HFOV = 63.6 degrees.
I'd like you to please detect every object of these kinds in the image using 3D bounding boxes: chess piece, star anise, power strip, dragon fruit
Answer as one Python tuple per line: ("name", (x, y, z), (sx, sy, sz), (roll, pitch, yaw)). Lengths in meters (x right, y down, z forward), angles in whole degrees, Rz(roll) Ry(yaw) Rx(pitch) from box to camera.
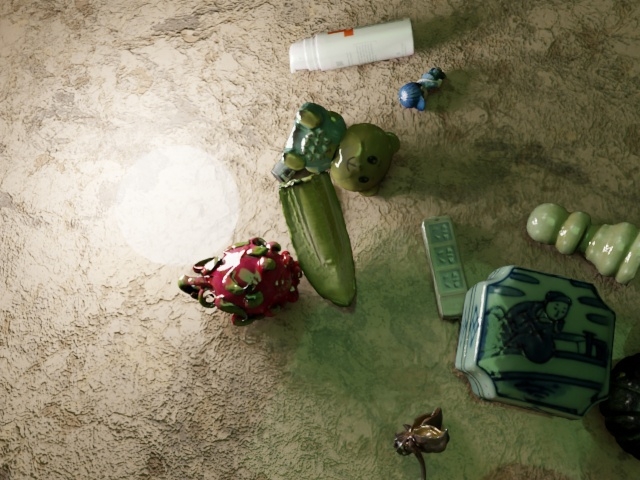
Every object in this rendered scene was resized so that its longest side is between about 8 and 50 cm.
("chess piece", (0.587, -0.007, 1.153), (0.243, 0.133, 0.133), (25, 79, 25))
("star anise", (0.225, 0.498, 1.076), (0.219, 0.148, 0.227), (-24, 96, -31))
("power strip", (0.297, 0.060, 1.218), (0.078, 0.052, 0.271), (-10, 71, 6))
("dragon fruit", (-0.183, 0.095, 1.247), (0.273, 0.198, 0.218), (4, 83, 37))

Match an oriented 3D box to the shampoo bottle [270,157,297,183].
("shampoo bottle", (-0.046, -0.240, 1.383), (0.064, 0.057, 0.207), (39, 84, 21))

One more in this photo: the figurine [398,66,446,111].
("figurine", (0.266, -0.407, 1.364), (0.136, 0.079, 0.077), (-55, 29, -4))

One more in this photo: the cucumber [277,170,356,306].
("cucumber", (-0.001, -0.001, 1.226), (0.105, 0.145, 0.325), (-13, 105, 27))

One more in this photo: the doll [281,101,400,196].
("doll", (0.051, -0.223, 1.282), (0.261, 0.161, 0.176), (22, 112, -2))

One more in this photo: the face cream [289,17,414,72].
("face cream", (0.082, -0.535, 1.429), (0.346, 0.102, 0.101), (-6, 71, 8))

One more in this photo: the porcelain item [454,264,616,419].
("porcelain item", (0.438, 0.207, 1.062), (0.282, 0.157, 0.285), (14, 76, 1))

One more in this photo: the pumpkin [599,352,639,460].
("pumpkin", (0.663, 0.325, 1.002), (0.221, 0.162, 0.220), (-2, 77, 10))
